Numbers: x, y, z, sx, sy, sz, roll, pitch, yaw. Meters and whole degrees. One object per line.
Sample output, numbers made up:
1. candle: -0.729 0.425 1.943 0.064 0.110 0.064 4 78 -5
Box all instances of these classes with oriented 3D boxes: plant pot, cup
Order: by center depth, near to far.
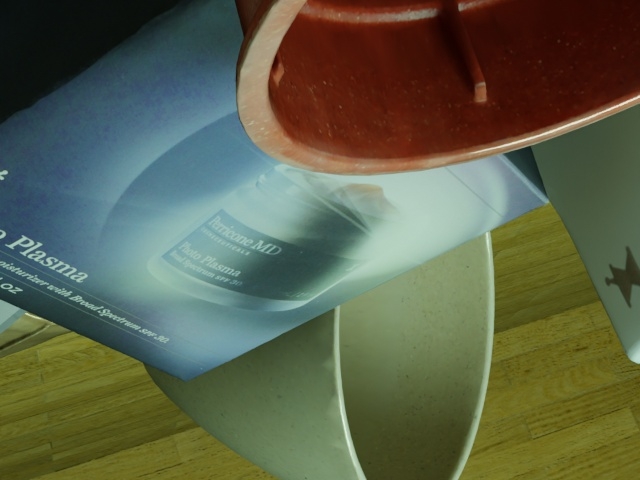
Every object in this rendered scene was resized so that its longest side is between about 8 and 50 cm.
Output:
1. plant pot: 0.057 -0.202 0.432 0.272 0.265 0.272 -19 163 -6
2. cup: -0.015 0.057 1.004 0.237 0.331 0.331 2 175 28

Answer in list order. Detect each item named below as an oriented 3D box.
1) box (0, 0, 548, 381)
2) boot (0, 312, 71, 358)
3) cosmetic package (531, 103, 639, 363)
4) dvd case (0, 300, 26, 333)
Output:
1. box: -0.069 -0.082 0.701 0.294 0.183 0.296 -28 145 23
2. boot: -0.353 0.078 1.099 0.269 0.089 0.236 -21 172 42
3. cosmetic package: 0.352 -0.167 0.745 0.393 0.329 0.327 -14 158 -18
4. dvd case: -0.320 0.001 0.893 0.238 0.029 0.179 26 137 -34
